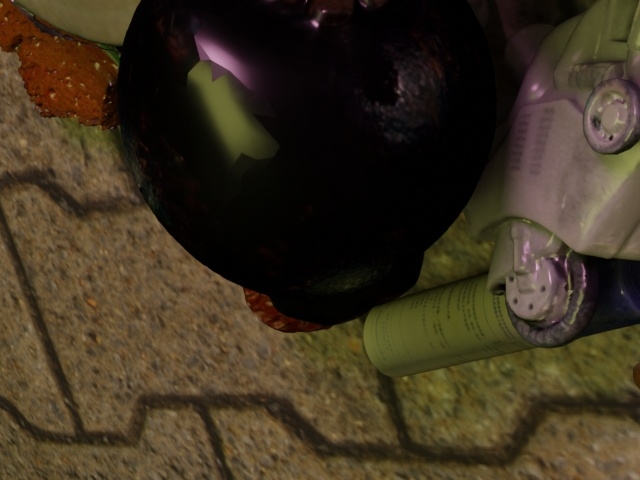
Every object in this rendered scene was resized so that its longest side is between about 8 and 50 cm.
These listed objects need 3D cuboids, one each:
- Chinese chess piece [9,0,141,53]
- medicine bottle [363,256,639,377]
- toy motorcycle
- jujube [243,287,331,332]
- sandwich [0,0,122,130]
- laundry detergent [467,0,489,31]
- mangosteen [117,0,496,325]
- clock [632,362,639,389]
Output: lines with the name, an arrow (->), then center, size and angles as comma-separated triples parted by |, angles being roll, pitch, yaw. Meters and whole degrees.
Chinese chess piece -> -0.144, -0.295, 0.781 | 0.349, 0.146, 0.349 | 25, 139, 24
medicine bottle -> 0.124, 0.048, 0.797 | 0.231, 0.059, 0.059 | -20, 95, 48
toy motorcycle -> 0.154, -0.072, 0.675 | 0.260, 0.110, 0.171 | -64, 37, 30
jujube -> 0.000, 0.000, 0.871 | 0.176, 0.109, 0.112 | 114, 155, -50
sandwich -> -0.207, -0.182, 1.012 | 0.235, 0.079, 0.159 | 17, 131, 44
laundry detergent -> 0.012, -0.136, 0.811 | 0.226, 0.070, 0.099 | -27, 92, 47
mangosteen -> -0.009, -0.068, 0.668 | 0.243, 0.243, 0.243 | 22, 124, 37
clock -> 0.310, 0.139, 0.602 | 0.348, 0.117, 0.286 | 41, 135, 28
